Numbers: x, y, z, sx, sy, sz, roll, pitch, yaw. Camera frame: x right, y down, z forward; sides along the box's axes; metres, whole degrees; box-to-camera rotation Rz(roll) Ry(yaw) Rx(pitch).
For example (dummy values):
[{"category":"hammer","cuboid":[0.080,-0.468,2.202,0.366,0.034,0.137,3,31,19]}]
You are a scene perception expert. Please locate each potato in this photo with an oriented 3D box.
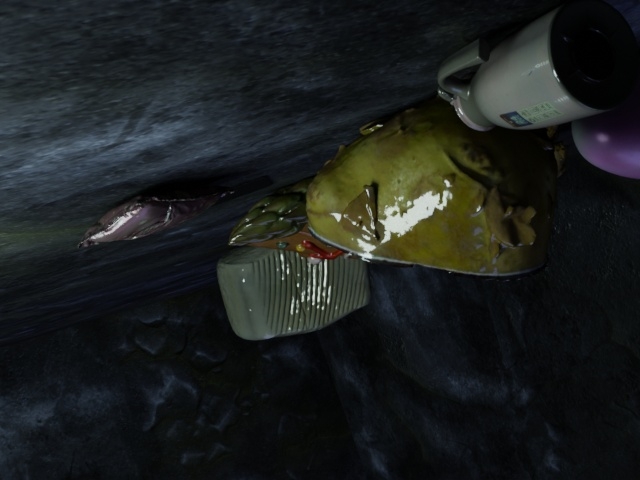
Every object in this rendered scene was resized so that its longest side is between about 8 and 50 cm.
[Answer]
[{"category":"potato","cuboid":[0.137,-0.087,1.107,0.299,0.196,0.246,9,-160,17]}]

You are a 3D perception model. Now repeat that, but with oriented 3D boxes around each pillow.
[{"category":"pillow","cuboid":[-0.197,-0.035,1.111,0.118,0.043,0.185,-28,176,29]}]

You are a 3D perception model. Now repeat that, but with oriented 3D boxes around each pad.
[{"category":"pad","cuboid":[-0.146,-0.060,1.317,0.157,0.003,0.112,-20,176,2]}]

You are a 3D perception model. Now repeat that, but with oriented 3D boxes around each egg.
[{"category":"egg","cuboid":[0.505,-0.184,1.376,0.271,0.196,0.196,-19,177,-4]}]

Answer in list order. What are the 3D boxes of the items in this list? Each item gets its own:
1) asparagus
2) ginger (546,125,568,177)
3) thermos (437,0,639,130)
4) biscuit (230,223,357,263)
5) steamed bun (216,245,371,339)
[{"category":"asparagus","cuboid":[-0.020,-0.061,1.444,0.287,0.080,0.080,-27,179,-14]},{"category":"ginger","cuboid":[0.270,-0.115,1.486,0.236,0.166,0.375,-10,-172,37]},{"category":"thermos","cuboid":[0.192,-0.162,0.900,0.137,0.105,0.193,11,171,-24]},{"category":"biscuit","cuboid":[0.000,0.003,1.803,0.323,0.049,0.205,9,162,-29]},{"category":"steamed bun","cuboid":[-0.079,0.090,2.241,0.383,0.247,0.236,-17,-164,-30]}]
